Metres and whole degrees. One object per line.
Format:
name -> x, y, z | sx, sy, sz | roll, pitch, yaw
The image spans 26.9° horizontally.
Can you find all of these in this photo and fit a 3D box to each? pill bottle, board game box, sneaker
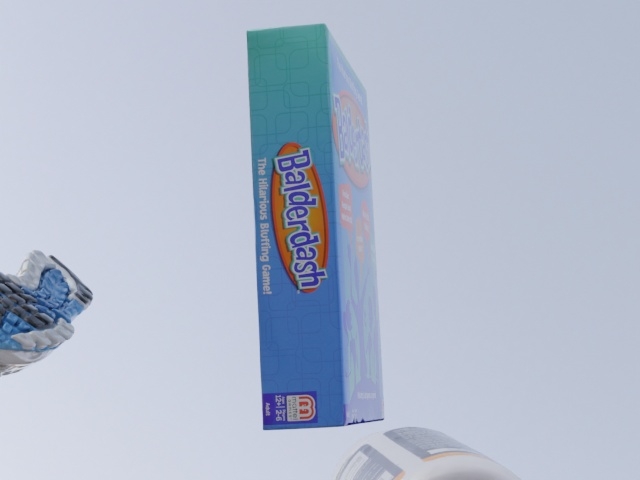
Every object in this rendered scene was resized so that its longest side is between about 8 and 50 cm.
pill bottle -> 0.097, 0.262, 1.257 | 0.162, 0.162, 0.278 | 48, -7, -7
board game box -> 0.000, 0.000, 0.761 | 0.047, 0.210, 0.160 | -4, -6, 10
sneaker -> -0.208, 0.065, 0.896 | 0.071, 0.083, 0.190 | 40, 7, 0
